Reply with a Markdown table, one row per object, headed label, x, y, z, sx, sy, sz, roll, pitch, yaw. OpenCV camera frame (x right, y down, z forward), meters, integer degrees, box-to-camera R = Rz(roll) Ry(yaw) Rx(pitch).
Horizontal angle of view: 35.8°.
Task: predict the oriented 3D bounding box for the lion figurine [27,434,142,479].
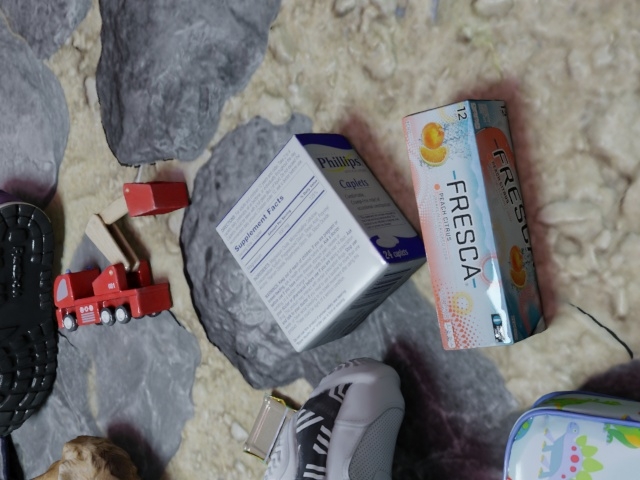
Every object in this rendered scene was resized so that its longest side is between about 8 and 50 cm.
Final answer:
| label | x | y | z | sx | sy | sz | roll | pitch | yaw |
| --- | --- | --- | --- | --- | --- | --- | --- | --- | --- |
| lion figurine | -0.204 | 0.366 | 0.922 | 0.392 | 0.142 | 0.240 | -133 | 47 | -63 |

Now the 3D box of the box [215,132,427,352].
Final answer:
| label | x | y | z | sx | sy | sz | roll | pitch | yaw |
| --- | --- | --- | --- | --- | --- | --- | --- | --- | --- |
| box | 0.000 | 0.000 | 0.831 | 0.126 | 0.072 | 0.137 | -46 | 69 | 33 |

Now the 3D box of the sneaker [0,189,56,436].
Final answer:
| label | x | y | z | sx | sy | sz | roll | pitch | yaw |
| --- | --- | --- | --- | --- | --- | --- | --- | --- | --- |
| sneaker | -0.368 | 0.081 | 1.128 | 0.124 | 0.107 | 0.283 | 25 | 108 | 49 |

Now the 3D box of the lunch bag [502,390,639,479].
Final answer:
| label | x | y | z | sx | sy | sz | roll | pitch | yaw |
| --- | --- | --- | --- | --- | --- | --- | --- | --- | --- |
| lunch bag | 0.210 | 0.219 | 0.667 | 0.176 | 0.090 | 0.218 | 4 | 93 | 23 |

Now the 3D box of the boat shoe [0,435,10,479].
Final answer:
| label | x | y | z | sx | sy | sz | roll | pitch | yaw |
| --- | --- | --- | --- | --- | --- | --- | --- | --- | --- |
| boat shoe | -0.449 | 0.362 | 1.145 | 0.158 | 0.127 | 0.340 | -24 | 59 | 34 |

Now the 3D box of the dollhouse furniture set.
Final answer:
| label | x | y | z | sx | sy | sz | roll | pitch | yaw |
| --- | --- | --- | --- | --- | --- | --- | --- | --- | --- |
| dollhouse furniture set | -0.037 | 0.225 | 0.923 | 0.076 | 0.059 | 0.151 | 23 | 91 | 41 |

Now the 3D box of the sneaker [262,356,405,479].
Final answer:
| label | x | y | z | sx | sy | sz | roll | pitch | yaw |
| --- | --- | --- | --- | --- | --- | --- | --- | --- | --- |
| sneaker | 0.044 | 0.269 | 0.727 | 0.210 | 0.365 | 0.137 | 13 | 149 | 20 |

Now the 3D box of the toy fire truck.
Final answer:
| label | x | y | z | sx | sy | sz | roll | pitch | yaw |
| --- | --- | --- | --- | --- | --- | --- | --- | --- | --- |
| toy fire truck | -0.208 | 0.017 | 1.010 | 0.192 | 0.047 | 0.135 | -11 | 89 | 39 |

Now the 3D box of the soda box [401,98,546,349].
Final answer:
| label | x | y | z | sx | sy | sz | roll | pitch | yaw |
| --- | --- | --- | --- | --- | --- | --- | --- | --- | --- |
| soda box | 0.116 | -0.013 | 0.748 | 0.063 | 0.058 | 0.183 | -10 | 91 | 38 |
